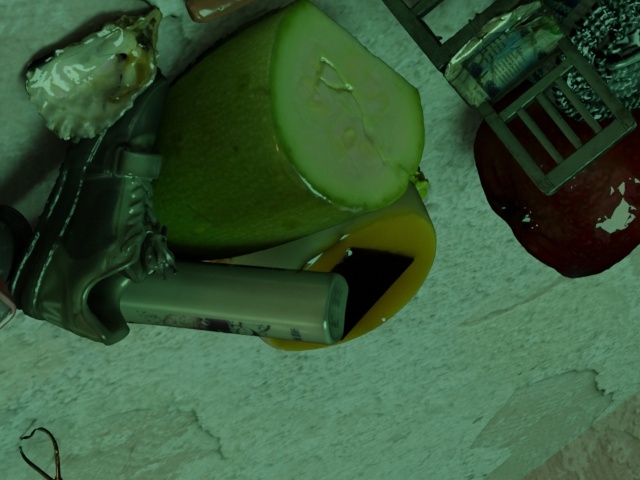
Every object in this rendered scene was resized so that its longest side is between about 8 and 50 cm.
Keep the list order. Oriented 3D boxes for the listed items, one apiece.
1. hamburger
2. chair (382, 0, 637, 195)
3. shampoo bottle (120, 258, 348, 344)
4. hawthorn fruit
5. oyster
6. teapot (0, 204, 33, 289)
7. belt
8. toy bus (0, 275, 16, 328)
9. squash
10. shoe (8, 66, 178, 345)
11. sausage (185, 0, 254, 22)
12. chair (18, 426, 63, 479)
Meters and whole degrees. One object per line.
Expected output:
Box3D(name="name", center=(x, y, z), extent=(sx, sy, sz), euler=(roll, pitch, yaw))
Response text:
Box3D(name="hamburger", center=(0.000, 0.000, 2.135), extent=(0.294, 0.179, 0.276), euler=(4, 132, -48))
Box3D(name="chair", center=(0.200, -0.201, 1.917), extent=(0.136, 0.270, 0.147), euler=(-38, 155, 9))
Box3D(name="shampoo bottle", center=(-0.153, 0.058, 1.922), extent=(0.360, 0.078, 0.134), euler=(5, 177, 12))
Box3D(name="hawthorn fruit", center=(0.356, -0.116, 2.270), extent=(0.307, 0.265, 0.265), euler=(-35, 155, -11))
Box3D(name="oyster", center=(-0.220, -0.164, 1.721), extent=(0.122, 0.045, 0.146), euler=(9, 108, -33))
Box3D(name="teapot", center=(-0.353, 0.026, 1.806), extent=(0.116, 0.148, 0.146), euler=(-24, 178, 35))
Box3D(name="belt", center=(0.358, -0.278, 2.113), extent=(0.295, 0.160, 0.206), euler=(-29, 136, -15))
Box3D(name="toy bus", center=(-0.508, 0.105, 1.629), extent=(0.427, 0.233, 0.203), euler=(-40, 137, 7))
Box3D(name="squash", center=(-0.083, -0.088, 1.908), extent=(0.309, 0.210, 0.234), euler=(-15, 142, 44))
Box3D(name="shoe", center=(-0.193, -0.027, 1.796), extent=(0.293, 0.149, 0.109), euler=(-62, 164, 10))
Box3D(name="sausage", center=(-0.095, -0.242, 1.765), extent=(0.083, 0.034, 0.034), euler=(-26, 153, -19))
Box3D(name="chair", center=(-0.463, 0.391, 2.286), extent=(0.326, 0.159, 0.170), euler=(-44, 154, 28))
